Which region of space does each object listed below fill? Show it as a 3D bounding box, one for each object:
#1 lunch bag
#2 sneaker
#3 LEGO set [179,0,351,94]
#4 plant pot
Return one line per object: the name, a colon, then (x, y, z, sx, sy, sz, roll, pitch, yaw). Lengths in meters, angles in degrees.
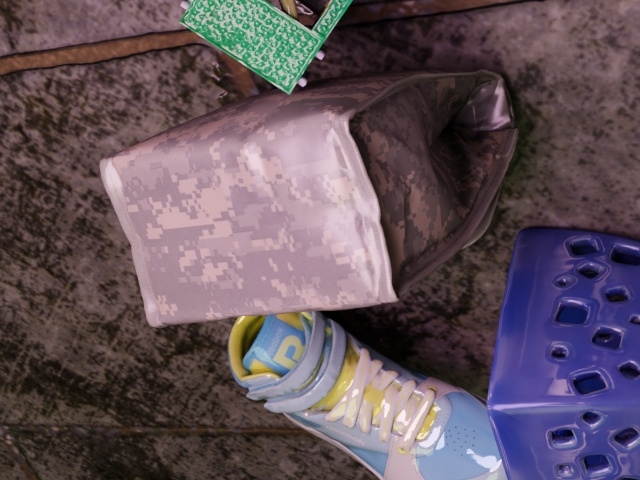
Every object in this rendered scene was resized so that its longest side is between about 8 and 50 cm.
lunch bag: (0.009, -0.051, 1.034, 0.235, 0.287, 0.168, -7, 106, 33)
sneaker: (0.038, 0.151, 1.224, 0.319, 0.127, 0.208, 17, 164, 35)
LEGO set: (-0.062, -0.272, 0.972, 0.331, 0.192, 0.255, 25, 106, -4)
plant pot: (0.284, 0.137, 1.131, 0.212, 0.236, 0.236, -6, 128, 20)
